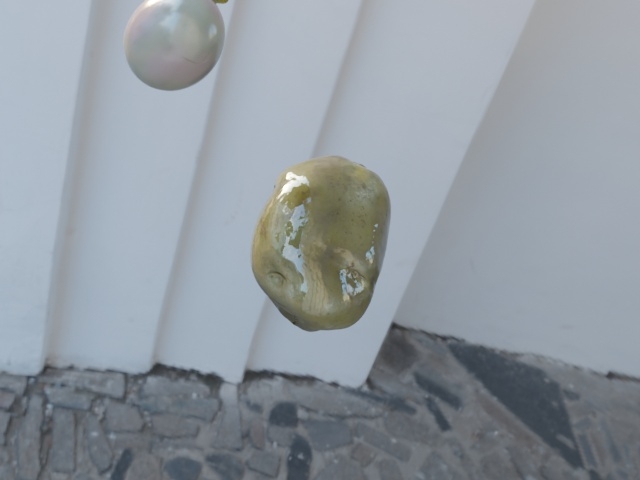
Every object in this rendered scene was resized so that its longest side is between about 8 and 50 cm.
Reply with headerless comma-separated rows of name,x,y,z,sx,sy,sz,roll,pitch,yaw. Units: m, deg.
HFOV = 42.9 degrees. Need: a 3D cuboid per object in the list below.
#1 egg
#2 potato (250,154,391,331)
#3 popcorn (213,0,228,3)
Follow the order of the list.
egg,-0.160,-0.220,0.895,0.103,0.135,0.103,15,65,-35
potato,0.000,0.000,1.445,0.243,0.221,0.326,17,71,-21
popcorn,-0.184,-0.535,1.227,0.334,0.292,0.293,45,15,-12
